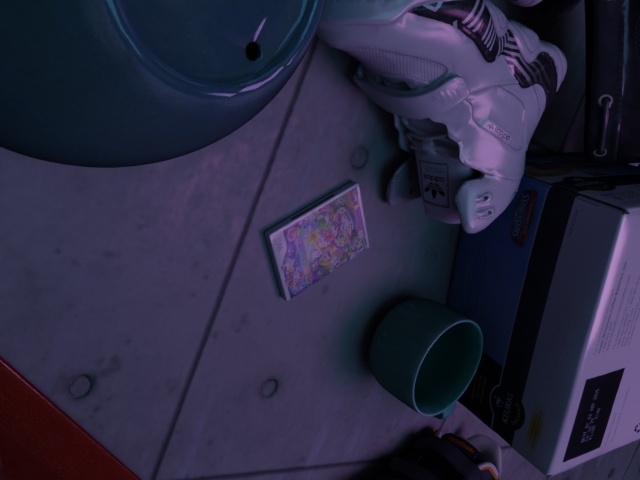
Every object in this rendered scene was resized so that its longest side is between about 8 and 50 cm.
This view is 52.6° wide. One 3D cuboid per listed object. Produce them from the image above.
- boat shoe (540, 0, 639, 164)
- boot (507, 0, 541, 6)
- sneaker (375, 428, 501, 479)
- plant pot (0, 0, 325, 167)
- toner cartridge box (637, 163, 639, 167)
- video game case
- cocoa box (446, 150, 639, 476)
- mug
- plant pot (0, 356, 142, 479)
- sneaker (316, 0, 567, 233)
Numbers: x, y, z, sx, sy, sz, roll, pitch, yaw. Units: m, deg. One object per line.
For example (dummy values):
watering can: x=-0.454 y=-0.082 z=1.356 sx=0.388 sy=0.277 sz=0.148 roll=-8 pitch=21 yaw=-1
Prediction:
boat shoe: x=0.314 y=-0.305 z=0.710 sx=0.187 sy=0.156 sz=0.500 roll=-52 pitch=127 yaw=-56
boot: x=0.138 y=-0.321 z=0.620 sx=0.123 sy=0.095 sz=0.258 roll=-39 pitch=124 yaw=-13
sneaker: x=0.159 y=0.345 z=0.925 sx=0.321 sy=0.126 sz=0.127 roll=7 pitch=110 yaw=-55
plant pot: x=-0.107 y=-0.167 z=0.387 sx=0.290 sy=0.195 sz=0.290 roll=-20 pitch=122 yaw=-35
toner cartridge box: x=0.493 y=-0.017 z=0.914 sx=0.075 sy=0.165 sz=0.347 roll=-11 pitch=146 yaw=-17
video game case: x=0.000 y=0.000 z=0.693 sx=0.122 sy=0.011 sz=0.087 roll=-32 pitch=128 yaw=-27
cocoa box: x=0.326 y=0.076 z=0.854 sx=0.232 sy=0.228 sz=0.347 roll=-7 pitch=115 yaw=-30
mug: x=0.121 y=0.150 z=0.813 sx=0.130 sy=0.097 sz=0.157 roll=0 pitch=110 yaw=-43
plant pot: x=-0.244 y=0.293 z=0.459 sx=0.236 sy=0.267 sz=0.267 roll=-35 pitch=130 yaw=-9
sneaker: x=0.113 y=-0.122 z=0.645 sx=0.366 sy=0.137 sz=0.210 roll=2 pitch=105 yaw=-46
